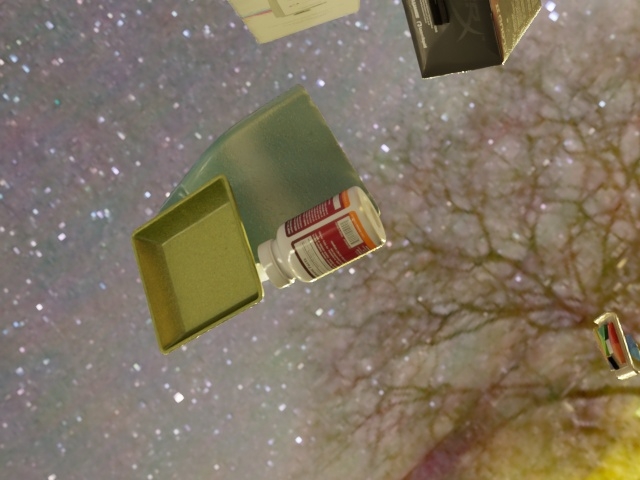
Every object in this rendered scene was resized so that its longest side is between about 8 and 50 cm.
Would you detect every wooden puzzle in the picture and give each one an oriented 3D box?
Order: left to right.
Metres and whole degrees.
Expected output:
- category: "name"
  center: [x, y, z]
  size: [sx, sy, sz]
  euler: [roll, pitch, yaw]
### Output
- category: "wooden puzzle"
  center: [0.321, 0.116, 1.012]
  size: [0.014, 0.078, 0.116]
  euler: [-19, -21, -2]

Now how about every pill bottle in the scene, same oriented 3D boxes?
- category: "pill bottle"
  center: [0.000, 0.000, 1.184]
  size: [0.152, 0.086, 0.086]
  euler: [-27, -20, 14]

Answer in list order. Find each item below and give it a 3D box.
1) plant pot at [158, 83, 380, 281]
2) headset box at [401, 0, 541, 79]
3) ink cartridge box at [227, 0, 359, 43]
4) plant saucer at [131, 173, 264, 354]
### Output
- category: "plant pot"
  center: [-0.109, -0.055, 1.489]
  size: [0.252, 0.247, 0.248]
  euler: [-31, -2, -30]
- category: "headset box"
  center: [0.180, -0.347, 1.161]
  size: [0.293, 0.110, 0.218]
  euler: [-53, -50, -53]
- category: "ink cartridge box"
  center: [-0.027, -0.170, 0.437]
  size: [0.067, 0.115, 0.198]
  euler: [-17, 3, 3]
- category: "plant saucer"
  center: [-0.159, 0.035, 1.253]
  size: [0.188, 0.188, 0.045]
  euler: [-30, -23, 27]
